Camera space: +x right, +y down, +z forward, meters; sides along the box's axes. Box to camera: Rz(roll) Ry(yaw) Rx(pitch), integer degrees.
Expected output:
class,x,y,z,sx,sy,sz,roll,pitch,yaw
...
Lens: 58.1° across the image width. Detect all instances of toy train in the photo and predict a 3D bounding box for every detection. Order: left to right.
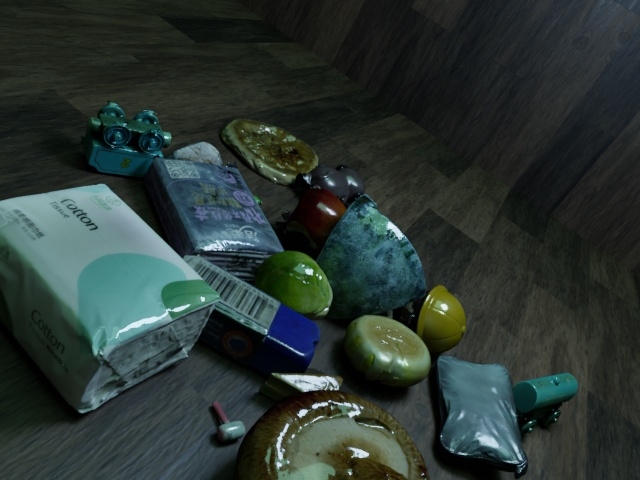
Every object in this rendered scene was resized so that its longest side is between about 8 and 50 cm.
class,x,y,z,sx,sy,sz,roll,pitch,yaw
toy train,-0.489,-0.245,1.450,0.203,0.163,0.112,6,39,-36
toy train,0.554,0.401,1.456,0.248,0.159,0.101,2,35,-40

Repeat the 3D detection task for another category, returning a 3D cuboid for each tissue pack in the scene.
class,x,y,z,sx,sy,sz,roll,pitch,yaw
tissue pack,-0.395,0.080,1.001,0.356,0.194,0.266,41,31,17
tissue pack,-0.267,-0.060,1.429,0.259,0.122,0.361,3,42,-39

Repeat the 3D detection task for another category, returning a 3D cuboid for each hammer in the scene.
class,x,y,z,sx,sy,sz,roll,pitch,yaw
hammer,-0.170,0.318,1.020,0.053,0.031,0.083,5,32,-45

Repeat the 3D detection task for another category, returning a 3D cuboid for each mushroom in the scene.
class,x,y,z,sx,sy,sz,roll,pitch,yaw
mushroom,0.019,0.395,0.916,0.345,0.239,0.345,39,9,-7

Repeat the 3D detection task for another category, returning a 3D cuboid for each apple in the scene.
class,x,y,z,sx,sy,sz,roll,pitch,yaw
apple,0.004,-0.054,1.511,0.158,0.147,0.156,31,10,-3

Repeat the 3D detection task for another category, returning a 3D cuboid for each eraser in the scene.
class,x,y,z,sx,sy,sz,roll,pitch,yaw
eraser,-0.167,0.160,1.196,0.332,0.101,0.155,31,27,-4

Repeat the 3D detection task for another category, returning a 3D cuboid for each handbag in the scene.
class,x,y,z,sx,sy,sz,roll,pitch,yaw
handbag,-0.001,0.002,1.631,0.216,0.074,0.203,-4,45,-44
handbag,0.360,0.390,1.323,0.192,0.075,0.332,9,30,3

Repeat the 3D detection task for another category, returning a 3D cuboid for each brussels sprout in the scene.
class,x,y,z,sx,sy,sz,roll,pitch,yaw
brussels sprout,-0.061,0.107,1.330,0.181,0.144,0.161,15,48,-24

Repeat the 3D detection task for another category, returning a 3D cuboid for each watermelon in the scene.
class,x,y,z,sx,sy,sz,roll,pitch,yaw
watermelon,0.132,0.063,1.454,0.290,0.319,0.214,20,-1,0

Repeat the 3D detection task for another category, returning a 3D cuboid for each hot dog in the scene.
class,x,y,z,sx,sy,sz,roll,pitch,yaw
hot dog,-0.364,-0.236,1.669,0.108,0.059,0.191,39,31,10

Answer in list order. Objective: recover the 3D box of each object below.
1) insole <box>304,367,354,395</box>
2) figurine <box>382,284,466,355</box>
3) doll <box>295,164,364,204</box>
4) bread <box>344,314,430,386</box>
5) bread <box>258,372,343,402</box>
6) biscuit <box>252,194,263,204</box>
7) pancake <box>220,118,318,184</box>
class,x,y,z,sx,sy,sz,roll,pitch,yaw
insole,0.080,0.380,1.185,0.328,0.007,0.111,42,31,19
figurine,0.264,0.179,1.513,0.192,0.167,0.257,-21,56,-43
doll,0.045,-0.179,1.910,0.257,0.117,0.182,-3,55,-43
bread,0.150,0.260,1.338,0.213,0.104,0.213,21,29,-12
bread,-0.038,0.287,1.139,0.139,0.074,0.084,29,38,-1
biscuit,-0.205,-0.111,1.668,0.046,0.016,0.089,38,30,8
pancake,-0.168,-0.316,1.976,0.356,0.065,0.356,20,30,-12
